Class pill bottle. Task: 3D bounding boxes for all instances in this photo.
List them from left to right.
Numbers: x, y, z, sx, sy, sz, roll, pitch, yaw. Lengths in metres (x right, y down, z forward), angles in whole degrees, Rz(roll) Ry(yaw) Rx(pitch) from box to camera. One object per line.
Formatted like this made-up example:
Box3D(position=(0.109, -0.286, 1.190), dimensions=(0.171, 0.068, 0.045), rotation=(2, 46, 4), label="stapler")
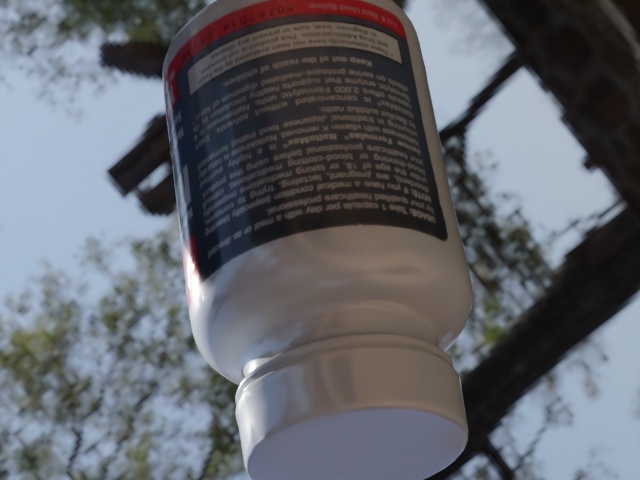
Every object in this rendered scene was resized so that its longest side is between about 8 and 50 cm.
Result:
Box3D(position=(0.000, 0.000, 0.626), dimensions=(0.108, 0.108, 0.180), rotation=(32, -140, -48), label="pill bottle")
